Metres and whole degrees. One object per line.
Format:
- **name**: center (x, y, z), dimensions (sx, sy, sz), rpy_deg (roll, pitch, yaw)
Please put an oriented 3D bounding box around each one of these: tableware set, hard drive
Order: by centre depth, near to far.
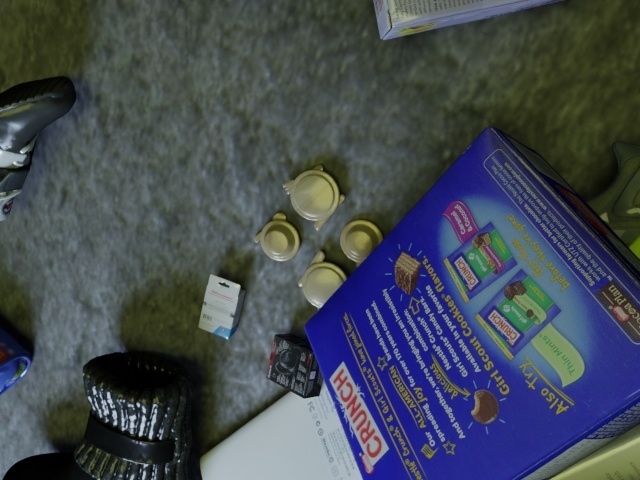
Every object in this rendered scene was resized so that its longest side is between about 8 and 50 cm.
- **tableware set**: center (0.000, 0.000, 0.712), dimensions (0.169, 0.020, 0.141), rpy_deg (46, 109, 2)
- **hard drive**: center (-0.022, 0.309, 0.727), dimensions (0.318, 0.040, 0.210), rpy_deg (-41, 52, 21)

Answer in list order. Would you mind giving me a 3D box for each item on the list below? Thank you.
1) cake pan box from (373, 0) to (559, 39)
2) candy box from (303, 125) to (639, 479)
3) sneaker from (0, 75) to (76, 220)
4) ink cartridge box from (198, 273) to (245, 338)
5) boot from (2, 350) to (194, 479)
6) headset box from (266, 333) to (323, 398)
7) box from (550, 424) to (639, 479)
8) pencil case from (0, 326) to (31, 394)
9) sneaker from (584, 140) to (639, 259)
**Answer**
- **cake pan box**: center (0.150, -0.347, 0.514), dimensions (0.245, 0.070, 0.267), rpy_deg (-14, 101, -2)
- **candy box**: center (0.150, 0.098, 0.550), dimensions (0.317, 0.122, 0.268), rpy_deg (-48, 47, 26)
- **sneaker**: center (-0.452, -0.109, 0.774), dimensions (0.330, 0.122, 0.146), rpy_deg (-23, 119, 13)
- **ink cartridge box**: center (-0.133, 0.087, 0.768), dimensions (0.048, 0.028, 0.083), rpy_deg (20, 109, 10)
- **boot**: center (-0.338, 0.295, 0.827), dimensions (0.348, 0.131, 0.260), rpy_deg (-1, 107, 10)
- **headset box**: center (-0.034, 0.162, 0.736), dimensions (0.083, 0.032, 0.062), rpy_deg (14, 94, 44)
- **box**: center (0.288, 0.308, 0.628), dimensions (0.345, 0.168, 0.215), rpy_deg (-38, 92, 21)
- **pencil case**: center (-0.603, 0.137, 0.865), dimensions (0.306, 0.133, 0.119), rpy_deg (39, 140, 4)
- **sneaker**: center (0.279, 0.027, 0.605), dimensions (0.121, 0.111, 0.300), rpy_deg (45, 113, 22)
